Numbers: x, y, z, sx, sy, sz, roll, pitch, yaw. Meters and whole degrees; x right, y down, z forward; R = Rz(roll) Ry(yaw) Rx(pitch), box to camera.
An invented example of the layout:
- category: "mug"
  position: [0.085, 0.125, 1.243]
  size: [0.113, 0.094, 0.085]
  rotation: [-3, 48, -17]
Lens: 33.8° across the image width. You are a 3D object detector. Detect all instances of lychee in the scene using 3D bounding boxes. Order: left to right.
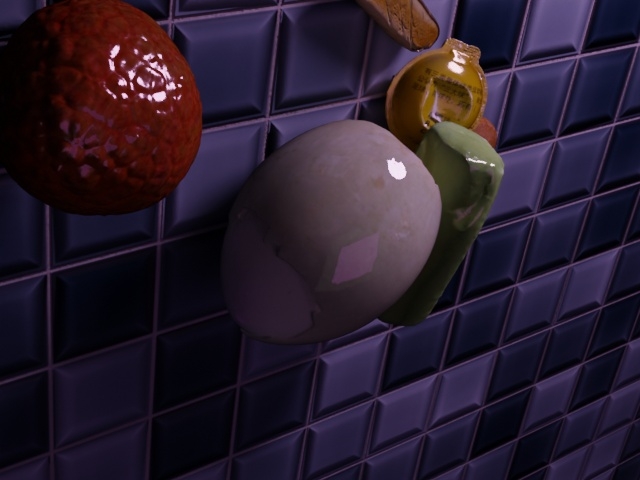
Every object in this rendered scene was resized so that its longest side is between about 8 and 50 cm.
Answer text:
- category: "lychee"
  position: [-0.250, -0.148, 1.194]
  size: [0.300, 0.255, 0.255]
  rotation: [-53, 157, -55]

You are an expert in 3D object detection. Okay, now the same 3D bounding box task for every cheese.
- category: "cheese"
  position: [0.167, -0.184, 1.642]
  size: [0.177, 0.069, 0.270]
  rotation: [14, 111, -26]

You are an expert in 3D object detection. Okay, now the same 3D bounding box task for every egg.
- category: "egg"
  position: [0.000, 0.000, 1.489]
  size: [0.336, 0.278, 0.278]
  rotation: [-46, 140, -12]

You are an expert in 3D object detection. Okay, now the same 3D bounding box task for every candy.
- category: "candy"
  position: [0.165, -0.017, 1.650]
  size: [0.132, 0.142, 0.343]
  rotation: [13, 125, -17]

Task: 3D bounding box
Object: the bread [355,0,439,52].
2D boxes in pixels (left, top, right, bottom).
- category: "bread"
  position: [0.104, -0.336, 1.501]
  size: [0.073, 0.053, 0.214]
  rotation: [-51, 143, 8]

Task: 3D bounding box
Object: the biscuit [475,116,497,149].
- category: "biscuit"
  position: [0.179, -0.088, 1.768]
  size: [0.324, 0.049, 0.205]
  rotation: [-40, 138, -14]
